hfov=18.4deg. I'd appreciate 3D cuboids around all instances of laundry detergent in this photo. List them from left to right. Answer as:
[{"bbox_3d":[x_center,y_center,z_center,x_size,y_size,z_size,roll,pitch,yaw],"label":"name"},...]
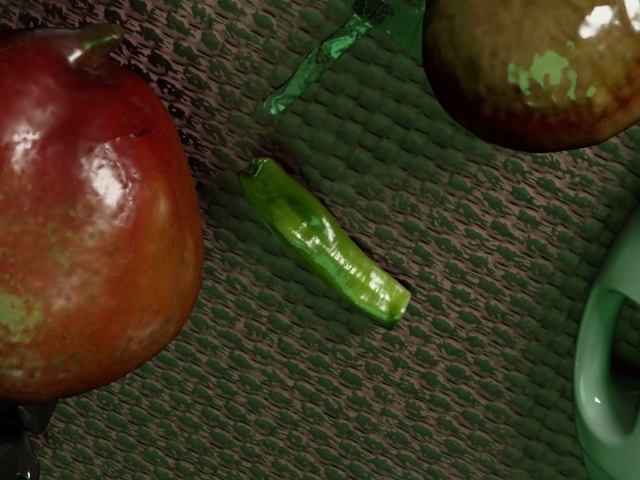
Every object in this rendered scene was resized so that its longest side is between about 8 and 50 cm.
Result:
[{"bbox_3d":[0.319,0.053,1.561,0.264,0.125,0.398,13,128,29],"label":"laundry detergent"}]

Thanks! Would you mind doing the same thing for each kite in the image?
[{"bbox_3d":[0.035,-0.174,1.562,0.229,0.012,0.250,37,128,-10],"label":"kite"}]

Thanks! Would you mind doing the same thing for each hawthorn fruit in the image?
[{"bbox_3d":[-0.241,-0.018,1.598,0.295,0.295,0.311,-4,122,19],"label":"hawthorn fruit"}]

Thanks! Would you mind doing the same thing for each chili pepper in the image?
[{"bbox_3d":[0.000,0.000,1.672,0.052,0.050,0.202,-38,111,17],"label":"chili pepper"}]

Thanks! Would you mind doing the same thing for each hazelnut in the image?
[{"bbox_3d":[0.170,-0.147,1.443,0.208,0.208,0.208,8,127,11],"label":"hazelnut"}]

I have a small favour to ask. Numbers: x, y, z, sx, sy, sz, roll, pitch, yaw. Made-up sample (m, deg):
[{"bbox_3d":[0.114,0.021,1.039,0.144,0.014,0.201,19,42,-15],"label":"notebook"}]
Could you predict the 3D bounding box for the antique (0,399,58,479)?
[{"bbox_3d":[-0.391,0.143,1.774,0.255,0.185,0.322,9,167,12],"label":"antique"}]
